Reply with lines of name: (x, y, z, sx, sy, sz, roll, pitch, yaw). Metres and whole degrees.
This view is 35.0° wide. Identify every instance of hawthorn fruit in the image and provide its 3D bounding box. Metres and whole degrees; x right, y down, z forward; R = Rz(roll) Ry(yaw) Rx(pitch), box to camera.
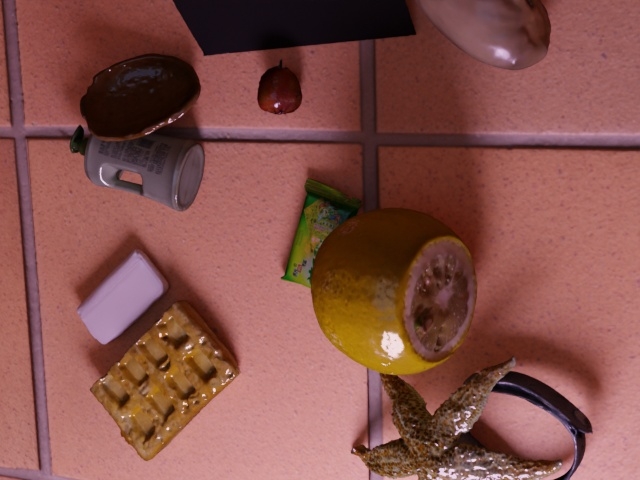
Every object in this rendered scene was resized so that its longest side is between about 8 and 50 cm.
hawthorn fruit: (-0.064, -0.230, 1.566, 0.077, 0.077, 0.077, 5, 102, 22)

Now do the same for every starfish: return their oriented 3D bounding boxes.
starfish: (0.174, 0.292, 1.505, 0.347, 0.078, 0.358, 43, 124, 36)

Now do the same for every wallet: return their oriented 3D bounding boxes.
wallet: (-0.348, 0.103, 1.772, 0.190, 0.033, 0.095, -43, 81, 23)

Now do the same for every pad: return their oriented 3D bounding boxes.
pad: (-0.064, -0.377, 1.482, 0.367, 0.007, 0.247, -1, 142, 23)

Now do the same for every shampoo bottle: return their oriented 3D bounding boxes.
shampoo bottle: (-0.314, -0.134, 1.680, 0.234, 0.087, 0.118, 17, 99, 20)

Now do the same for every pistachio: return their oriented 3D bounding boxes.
pistachio: (0.221, -0.320, 1.397, 0.223, 0.126, 0.152, 43, 149, 11)

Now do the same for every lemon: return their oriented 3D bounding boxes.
lemon: (0.092, 0.069, 1.473, 0.219, 0.240, 0.240, 11, 105, 41)

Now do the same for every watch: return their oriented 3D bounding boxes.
watch: (0.287, 0.286, 1.513, 0.206, 0.068, 0.193, 43, 117, 12)

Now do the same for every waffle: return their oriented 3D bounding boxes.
waffle: (-0.267, 0.241, 1.750, 0.168, 0.057, 0.274, 48, 114, 7)

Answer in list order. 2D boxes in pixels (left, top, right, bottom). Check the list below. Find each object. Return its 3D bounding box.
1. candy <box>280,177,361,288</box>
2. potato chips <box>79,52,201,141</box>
candy: (-0.001, 0.000, 1.603, 0.102, 0.032, 0.178, 21, 108, 18)
potato chips: (-0.291, -0.229, 1.647, 0.201, 0.049, 0.150, -20, 61, 1)
